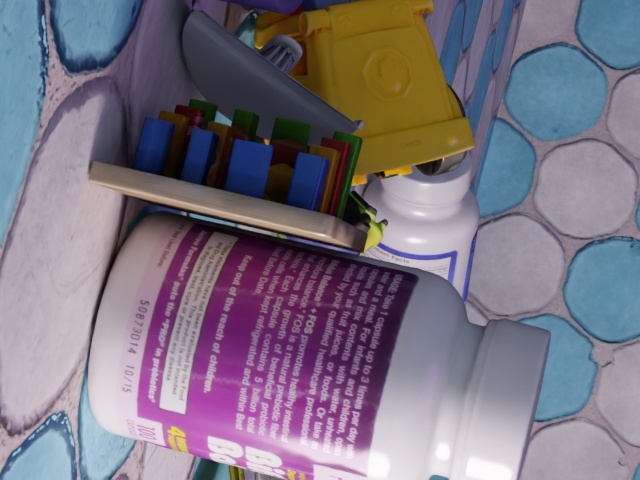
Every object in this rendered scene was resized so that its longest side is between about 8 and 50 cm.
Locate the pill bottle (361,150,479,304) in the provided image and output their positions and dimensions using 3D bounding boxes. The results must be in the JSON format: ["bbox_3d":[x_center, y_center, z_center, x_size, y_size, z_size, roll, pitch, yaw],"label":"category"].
[{"bbox_3d":[0.122,0.002,2.266,0.152,0.152,0.272,-65,164,-51],"label":"pill bottle"}]

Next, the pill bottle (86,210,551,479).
[{"bbox_3d":[0.003,0.090,1.253,0.169,0.302,0.169,13,90,-80],"label":"pill bottle"}]

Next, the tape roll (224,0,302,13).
[{"bbox_3d":[-0.041,-0.254,1.211,0.189,0.080,0.189,13,90,-79],"label":"tape roll"}]

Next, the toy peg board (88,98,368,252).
[{"bbox_3d":[-0.050,-0.051,1.184,0.160,0.161,0.079,25,78,-80],"label":"toy peg board"}]

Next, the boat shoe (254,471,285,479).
[{"bbox_3d":[-0.004,0.160,1.886,0.103,0.118,0.320,120,-14,-51],"label":"boat shoe"}]

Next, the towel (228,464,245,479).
[{"bbox_3d":[-0.075,0.263,1.754,0.237,0.021,0.102,88,-8,-57],"label":"towel"}]

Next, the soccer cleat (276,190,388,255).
[{"bbox_3d":[-0.001,-0.001,1.834,0.121,0.093,0.289,-47,178,7],"label":"soccer cleat"}]

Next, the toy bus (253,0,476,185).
[{"bbox_3d":[0.007,-0.142,1.443,0.220,0.149,0.211,-3,-79,68],"label":"toy bus"}]

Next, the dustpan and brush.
[{"bbox_3d":[-0.050,-0.116,1.314,0.060,0.147,0.211,-58,-170,-22],"label":"dustpan and brush"}]
